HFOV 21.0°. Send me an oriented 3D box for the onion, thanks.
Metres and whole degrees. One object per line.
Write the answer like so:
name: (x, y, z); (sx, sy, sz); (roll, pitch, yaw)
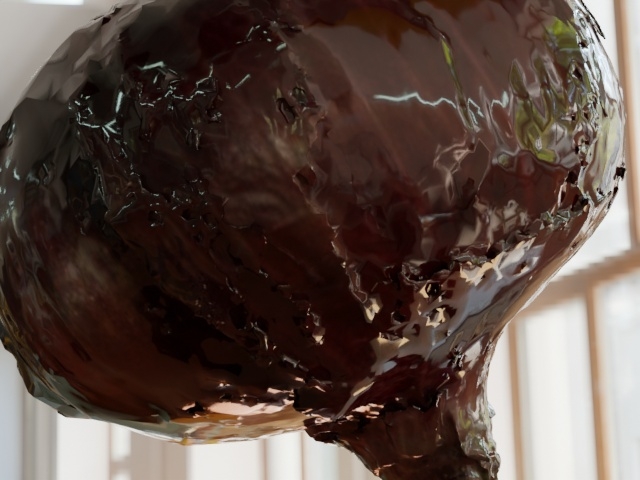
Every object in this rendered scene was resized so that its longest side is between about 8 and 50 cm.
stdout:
onion: (0.000, 0.000, 0.623); (0.252, 0.219, 0.252); (-22, -12, -5)
